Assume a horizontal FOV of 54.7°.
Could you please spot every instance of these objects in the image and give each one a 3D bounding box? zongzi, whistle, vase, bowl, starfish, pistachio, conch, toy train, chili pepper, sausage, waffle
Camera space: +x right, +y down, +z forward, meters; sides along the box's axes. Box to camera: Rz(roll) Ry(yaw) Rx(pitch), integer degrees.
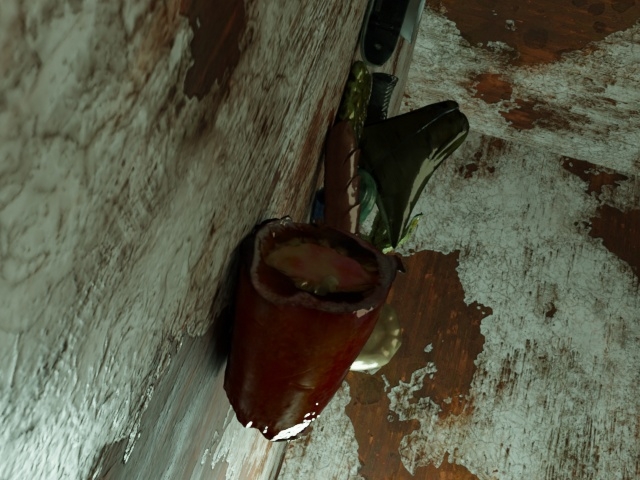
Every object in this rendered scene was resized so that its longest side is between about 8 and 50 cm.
[{"bbox_3d":[0.271,-0.181,1.639,0.160,0.323,0.360,62,11,-68],"label":"zongzi"},{"bbox_3d":[0.000,0.000,1.498,0.304,0.062,0.062,100,9,-48],"label":"whistle"},{"bbox_3d":[0.163,-0.365,1.807,0.115,0.116,0.237,-20,123,-82],"label":"vase"},{"bbox_3d":[0.251,-0.674,1.793,0.189,0.086,0.188,18,90,-83],"label":"bowl"},{"bbox_3d":[0.136,0.005,1.761,0.347,0.078,0.358,-56,-151,-1],"label":"starfish"},{"bbox_3d":[0.052,0.214,1.532,0.214,0.318,0.193,27,76,-45],"label":"pistachio"},{"bbox_3d":[0.074,-0.119,1.572,0.188,0.122,0.175,98,-10,-66],"label":"conch"},{"bbox_3d":[0.165,-0.571,1.336,0.088,0.087,0.406,-70,176,-82],"label":"toy train"},{"bbox_3d":[-0.040,0.128,0.944,0.251,0.229,0.305,-70,-176,-52],"label":"chili pepper"},{"bbox_3d":[0.046,-0.048,1.333,0.088,0.088,0.432,-40,131,-79],"label":"sausage"},{"bbox_3d":[0.079,-0.294,1.437,0.204,0.054,0.223,16,89,-84],"label":"waffle"}]
